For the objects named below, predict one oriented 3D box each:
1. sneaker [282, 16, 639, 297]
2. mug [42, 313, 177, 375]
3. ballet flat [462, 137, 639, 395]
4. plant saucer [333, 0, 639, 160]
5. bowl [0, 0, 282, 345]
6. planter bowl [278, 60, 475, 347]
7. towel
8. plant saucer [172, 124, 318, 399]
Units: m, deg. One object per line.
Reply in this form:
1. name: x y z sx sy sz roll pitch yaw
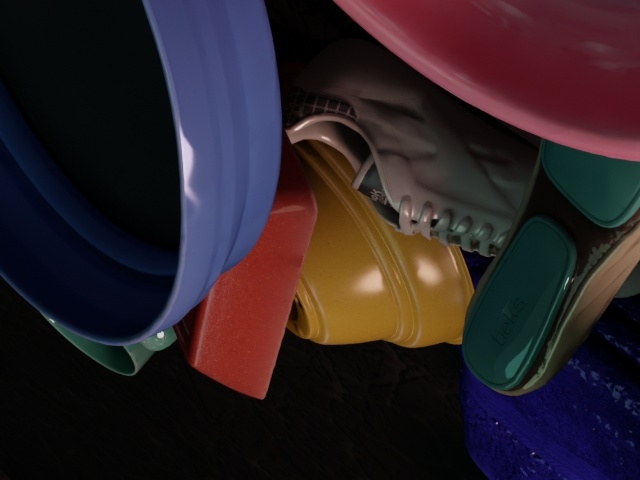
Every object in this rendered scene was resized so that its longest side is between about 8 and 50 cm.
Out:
1. sneaker: 0.086 -0.030 1.104 0.235 0.095 0.090 35 157 4
2. mug: -0.173 0.049 1.706 0.157 0.097 0.129 33 158 16
3. ballet flat: 0.149 -0.019 1.008 0.086 0.086 0.248 36 129 10
4. plant saucer: 0.083 -0.176 0.822 0.332 0.084 0.332 33 158 15
5. bowl: -0.156 -0.134 1.050 0.391 0.077 0.391 39 144 37
6. planter bowl: 0.000 0.000 1.238 0.217 0.090 0.217 49 163 21
7. towel: 0.180 0.125 1.286 0.227 0.076 0.308 31 158 21
8. plant saucer: -0.088 -0.056 1.194 0.258 0.047 0.259 107 143 -59
